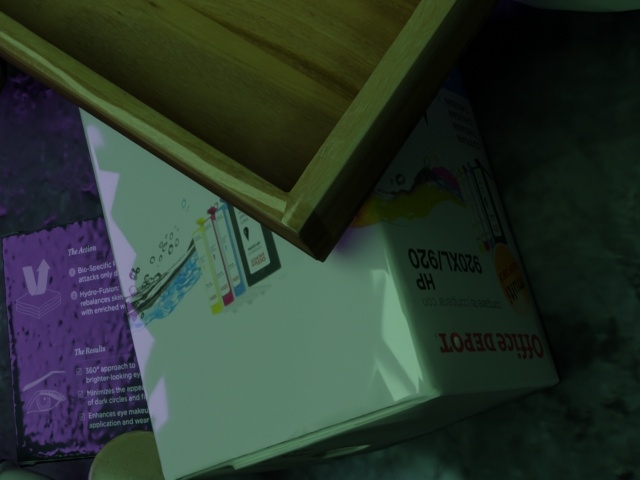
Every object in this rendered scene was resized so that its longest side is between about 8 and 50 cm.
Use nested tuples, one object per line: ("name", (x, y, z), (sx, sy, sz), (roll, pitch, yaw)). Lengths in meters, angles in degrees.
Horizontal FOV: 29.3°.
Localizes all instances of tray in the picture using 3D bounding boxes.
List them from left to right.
("tray", (-0.115, -0.184, 0.602), (0.411, 0.076, 0.203), (33, 84, 14))

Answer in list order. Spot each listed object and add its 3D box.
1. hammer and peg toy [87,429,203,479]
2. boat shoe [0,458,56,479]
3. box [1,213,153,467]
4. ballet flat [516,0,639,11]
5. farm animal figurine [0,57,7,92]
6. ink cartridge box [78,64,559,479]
("hammer and peg toy", (-0.077, 0.307, 0.685), (0.266, 0.127, 0.361), (-31, 74, 0))
("boat shoe", (-0.198, 0.319, 0.824), (0.156, 0.136, 0.367), (15, 108, 8))
("box", (-0.120, 0.062, 0.811), (0.156, 0.093, 0.158), (-10, 82, 32))
("ballet flat", (0.043, -0.256, 0.708), (0.400, 0.139, 0.139), (41, 108, 28))
("farm animal figurine", (-0.380, -0.177, 0.964), (0.327, 0.172, 0.330), (-46, 72, 35))
("ink cartridge box", (0.000, 0.000, 0.692), (0.168, 0.171, 0.233), (-24, 74, 28))
